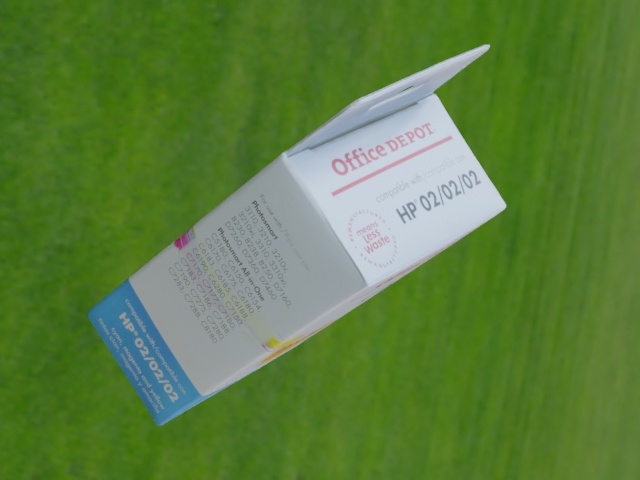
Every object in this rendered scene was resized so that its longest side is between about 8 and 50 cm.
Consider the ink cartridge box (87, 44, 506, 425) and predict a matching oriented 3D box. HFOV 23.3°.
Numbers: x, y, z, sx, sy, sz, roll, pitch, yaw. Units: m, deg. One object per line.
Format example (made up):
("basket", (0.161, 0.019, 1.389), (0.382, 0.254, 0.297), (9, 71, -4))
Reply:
("ink cartridge box", (0.000, 0.000, 0.633), (0.104, 0.181, 0.062), (-28, 84, -48))
